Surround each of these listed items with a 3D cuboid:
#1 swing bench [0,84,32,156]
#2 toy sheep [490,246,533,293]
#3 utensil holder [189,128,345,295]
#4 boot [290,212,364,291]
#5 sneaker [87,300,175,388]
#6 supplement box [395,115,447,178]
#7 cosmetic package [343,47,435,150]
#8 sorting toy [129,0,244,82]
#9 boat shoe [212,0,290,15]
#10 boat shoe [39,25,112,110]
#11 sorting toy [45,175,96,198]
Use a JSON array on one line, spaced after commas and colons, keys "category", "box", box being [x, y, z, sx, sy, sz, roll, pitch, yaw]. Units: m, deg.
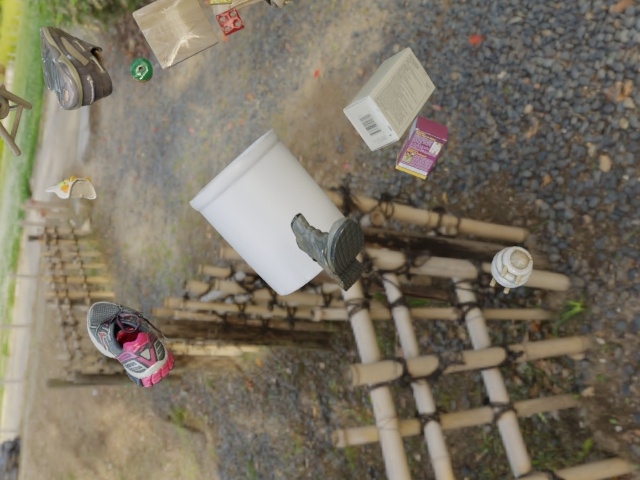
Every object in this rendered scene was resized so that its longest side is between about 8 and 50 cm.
[{"category": "swing bench", "box": [-0.852, -0.302, 1.617, 0.255, 0.253, 0.165, 60, -155, -58]}, {"category": "toy sheep", "box": [0.394, 0.059, 1.471, 0.132, 0.091, 0.091, 120, 148, -67]}, {"category": "utensil holder", "box": [-0.135, -0.080, 2.091, 0.327, 0.385, 0.328, -41, 11, 10]}, {"category": "boot", "box": [0.000, 0.000, 1.380, 0.161, 0.083, 0.247, 38, 162, 20]}, {"category": "sneaker", "box": [-0.409, 0.188, 1.491, 0.299, 0.121, 0.112, 23, 145, 46]}, {"category": "supplement box", "box": [0.161, -0.148, 1.136, 0.043, 0.054, 0.083, -77, 10, -49]}, {"category": "cosmetic package", "box": [0.211, -0.424, 2.119, 0.113, 0.160, 0.309, -20, 25, 43]}, {"category": "sorting toy", "box": [-0.295, -0.446, 1.494, 0.132, 0.274, 0.046, 61, 172, -3]}, {"category": "boat shoe", "box": [-0.120, -0.648, 1.804, 0.121, 0.340, 0.110, -134, 31, -62]}, {"category": "boat shoe", "box": [-0.588, -0.414, 1.708, 0.355, 0.130, 0.132, 53, 141, 41]}, {"category": "sorting toy", "box": [-0.509, -0.104, 1.430, 0.075, 0.083, 0.045, -4, 91, 22]}]
